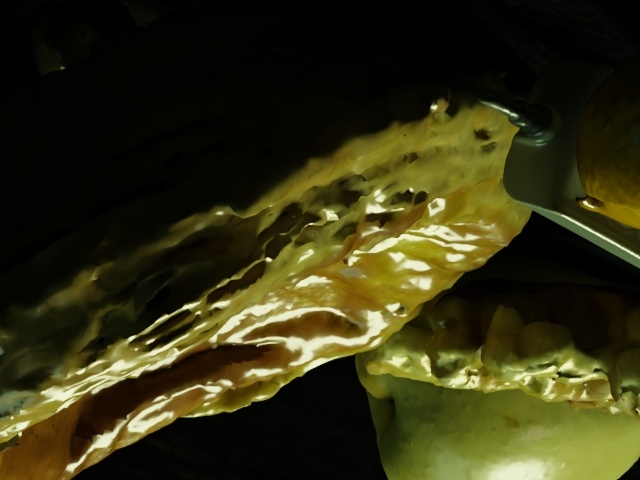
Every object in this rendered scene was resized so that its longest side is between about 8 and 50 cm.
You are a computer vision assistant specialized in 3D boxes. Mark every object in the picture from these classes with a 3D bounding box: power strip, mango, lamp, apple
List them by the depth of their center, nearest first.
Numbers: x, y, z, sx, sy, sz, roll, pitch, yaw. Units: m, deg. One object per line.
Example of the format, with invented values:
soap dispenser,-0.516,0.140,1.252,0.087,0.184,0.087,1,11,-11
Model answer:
mango,0.144,-0.027,0.678,0.101,0.066,0.187,9,175,25
power strip,0.152,-0.010,0.804,0.252,0.060,0.027,26,173,-39
lamp,-0.148,-0.083,0.989,0.118,0.118,0.253,23,171,-13
apple,0.114,0.091,1.264,0.200,0.200,0.200,21,174,2

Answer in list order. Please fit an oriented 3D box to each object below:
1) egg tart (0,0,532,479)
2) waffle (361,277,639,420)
egg tart,-0.067,-0.002,0.841,0.150,0.352,0.352,60,-179,10
waffle,0.182,0.061,1.031,0.325,0.068,0.302,7,176,-2
